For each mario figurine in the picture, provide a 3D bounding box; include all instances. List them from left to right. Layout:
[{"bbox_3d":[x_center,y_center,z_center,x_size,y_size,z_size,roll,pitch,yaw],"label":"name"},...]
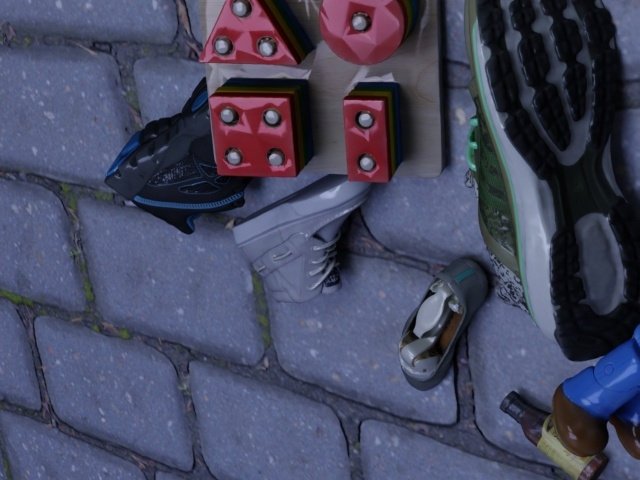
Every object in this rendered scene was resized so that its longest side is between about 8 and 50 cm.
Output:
[{"bbox_3d":[0.342,0.097,1.170,0.170,0.198,0.320,43,129,12],"label":"mario figurine"}]

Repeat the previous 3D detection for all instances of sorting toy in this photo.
[{"bbox_3d":[-0.009,-0.180,1.388,0.257,0.089,0.256,4,115,17],"label":"sorting toy"}]

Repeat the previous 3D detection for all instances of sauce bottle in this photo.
[{"bbox_3d":[0.248,0.211,1.449,0.128,0.042,0.042,38,134,23],"label":"sauce bottle"}]

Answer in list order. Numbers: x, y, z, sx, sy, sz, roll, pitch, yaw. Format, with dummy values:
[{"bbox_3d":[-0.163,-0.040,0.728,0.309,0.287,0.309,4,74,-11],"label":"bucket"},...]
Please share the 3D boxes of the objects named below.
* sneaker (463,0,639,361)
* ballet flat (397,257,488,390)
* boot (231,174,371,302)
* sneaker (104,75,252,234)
[{"bbox_3d":[0.182,-0.088,1.292,0.182,0.158,0.410,8,113,57],"label":"sneaker"},{"bbox_3d":[0.120,0.102,1.504,0.072,0.068,0.213,44,136,21],"label":"ballet flat"},{"bbox_3d":[0.000,0.000,1.570,0.123,0.095,0.258,59,148,-6],"label":"boot"},{"bbox_3d":[-0.116,-0.119,1.620,0.139,0.125,0.341,41,140,-18],"label":"sneaker"}]
